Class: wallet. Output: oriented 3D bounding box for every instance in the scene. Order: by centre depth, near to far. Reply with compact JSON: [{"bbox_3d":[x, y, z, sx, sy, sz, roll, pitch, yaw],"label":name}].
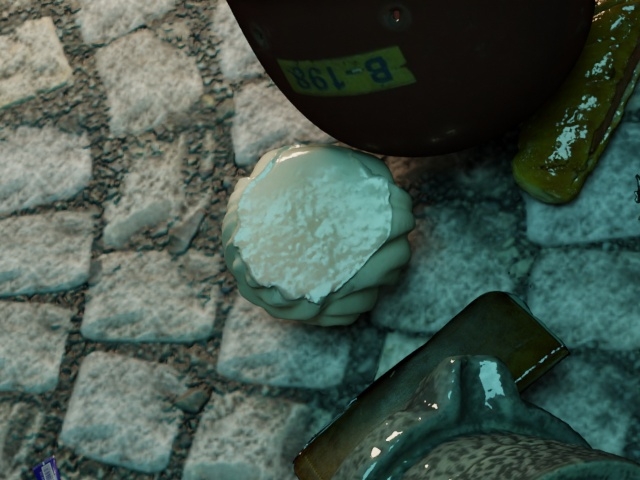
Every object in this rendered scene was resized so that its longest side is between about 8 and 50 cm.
[{"bbox_3d":[0.090,0.143,1.535,0.255,0.031,0.137,-37,29,-3],"label":"wallet"}]

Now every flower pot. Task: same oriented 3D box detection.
[{"bbox_3d":[0.137,0.241,1.360,0.299,0.299,0.283,-60,23,-11],"label":"flower pot"}]

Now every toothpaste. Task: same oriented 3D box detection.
[{"bbox_3d":[-0.248,0.241,1.643,0.024,0.015,0.083,-32,57,4],"label":"toothpaste"}]

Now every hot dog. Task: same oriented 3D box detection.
[{"bbox_3d":[0.257,-0.168,1.627,0.088,0.061,0.285,12,71,34],"label":"hot dog"}]

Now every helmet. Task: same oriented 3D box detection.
[{"bbox_3d":[0.109,-0.194,1.568,0.385,0.230,0.337,-3,25,36],"label":"helmet"}]

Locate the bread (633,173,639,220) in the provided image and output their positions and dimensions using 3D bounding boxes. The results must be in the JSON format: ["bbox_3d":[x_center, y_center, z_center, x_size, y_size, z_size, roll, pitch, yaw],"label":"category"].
[{"bbox_3d":[0.402,-0.081,1.497,0.260,0.134,0.129,-35,34,46],"label":"bread"}]

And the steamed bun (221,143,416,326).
[{"bbox_3d":[0.000,0.000,1.613,0.183,0.106,0.182,-5,71,15],"label":"steamed bun"}]
